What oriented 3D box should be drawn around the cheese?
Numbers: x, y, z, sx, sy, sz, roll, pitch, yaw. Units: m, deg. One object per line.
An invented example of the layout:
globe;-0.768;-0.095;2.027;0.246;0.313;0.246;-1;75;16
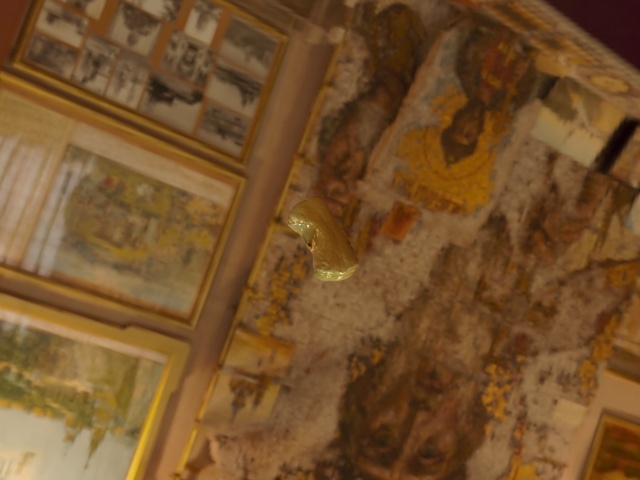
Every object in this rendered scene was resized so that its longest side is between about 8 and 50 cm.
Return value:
cheese;0.000;0.000;0.812;0.044;0.083;0.030;-16;152;-28
